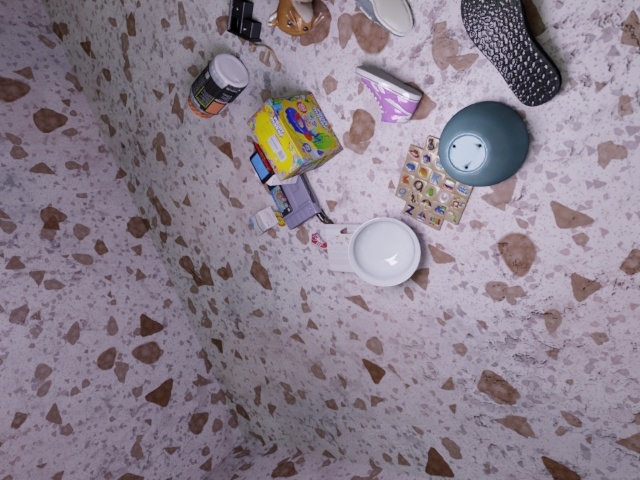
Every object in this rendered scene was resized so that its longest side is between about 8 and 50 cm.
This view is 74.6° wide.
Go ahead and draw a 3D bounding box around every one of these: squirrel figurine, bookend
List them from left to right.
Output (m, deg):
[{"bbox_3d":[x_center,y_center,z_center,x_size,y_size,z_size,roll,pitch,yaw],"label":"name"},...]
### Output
[{"bbox_3d":[-0.329,-0.985,1.864,0.157,0.072,0.156,35,128,22],"label":"bookend"},{"bbox_3d":[-0.105,-0.995,1.584,0.397,0.281,0.370,47,144,25],"label":"squirrel figurine"}]

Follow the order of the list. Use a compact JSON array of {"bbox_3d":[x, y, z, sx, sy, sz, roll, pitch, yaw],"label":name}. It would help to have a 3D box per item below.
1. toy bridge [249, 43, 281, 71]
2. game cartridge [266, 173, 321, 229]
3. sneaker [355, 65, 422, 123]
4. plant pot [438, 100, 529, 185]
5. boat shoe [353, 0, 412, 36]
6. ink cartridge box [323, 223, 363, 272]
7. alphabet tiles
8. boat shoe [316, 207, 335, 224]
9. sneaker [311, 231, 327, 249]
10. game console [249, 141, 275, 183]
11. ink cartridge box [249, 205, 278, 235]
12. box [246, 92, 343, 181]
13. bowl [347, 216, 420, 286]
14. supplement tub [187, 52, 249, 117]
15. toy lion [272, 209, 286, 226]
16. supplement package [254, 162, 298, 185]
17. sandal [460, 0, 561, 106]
[{"bbox_3d":[-0.240,-0.836,1.892,0.188,0.026,0.063,42,130,16],"label":"toy bridge"},{"bbox_3d":[-0.152,-0.250,2.048,0.230,0.068,0.354,-29,83,40],"label":"game cartridge"},{"bbox_3d":[0.228,-0.542,1.594,0.282,0.102,0.161,40,133,19],"label":"sneaker"},{"bbox_3d":[0.514,-0.304,1.391,0.291,0.196,0.289,14,116,31],"label":"plant pot"},{"bbox_3d":[0.205,-0.841,1.497,0.319,0.116,0.099,47,176,3],"label":"boat shoe"},{"bbox_3d":[0.149,0.033,1.958,0.275,0.060,0.238,2,107,40],"label":"ink cartridge box"},{"bbox_3d":[0.441,-0.217,1.631,0.285,0.011,0.342,30,127,26],"label":"alphabet tiles"},{"bbox_3d":[0.023,-0.096,2.014,0.133,0.042,0.049,53,131,5],"label":"boat shoe"},{"bbox_3d":[0.000,0.000,2.076,0.119,0.042,0.066,20,125,34],"label":"sneaker"},{"bbox_3d":[-0.262,-0.327,1.782,0.085,0.124,0.143,-30,81,10],"label":"game console"},{"bbox_3d":[-0.305,-0.103,2.242,0.104,0.060,0.180,61,147,0],"label":"ink cartridge box"},{"bbox_3d":[-0.104,-0.445,1.790,0.177,0.279,0.289,-29,91,43],"label":"box"},{"bbox_3d":[0.268,0.035,1.773,0.299,0.134,0.297,2,105,9],"label":"bowl"},{"bbox_3d":[-0.507,-0.740,2.043,0.316,0.194,0.193,-24,94,43],"label":"supplement tub"},{"bbox_3d":[-0.202,-0.119,2.199,0.100,0.034,0.096,-13,108,42],"label":"toy lion"},{"bbox_3d":[-0.188,-0.320,1.893,0.105,0.179,0.105,33,117,26],"label":"supplement package"},{"bbox_3d":[0.575,-0.616,1.284,0.168,0.107,0.445,-24,107,42],"label":"sandal"}]
